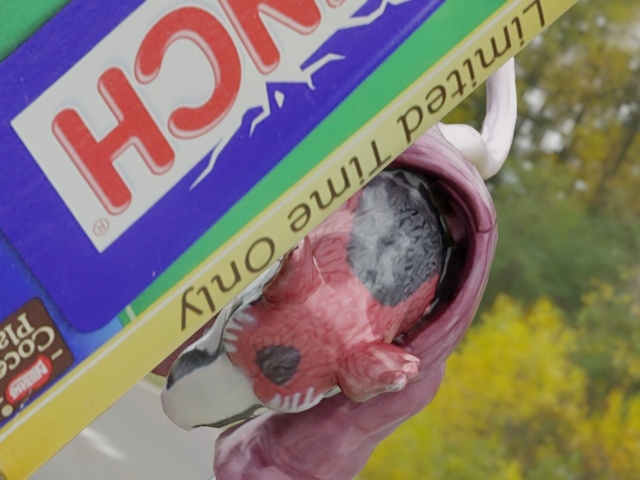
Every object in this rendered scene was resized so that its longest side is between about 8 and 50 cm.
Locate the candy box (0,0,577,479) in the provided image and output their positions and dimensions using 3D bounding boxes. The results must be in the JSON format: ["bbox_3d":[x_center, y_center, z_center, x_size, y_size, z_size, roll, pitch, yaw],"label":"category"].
[{"bbox_3d":[-0.070,-0.139,0.484,0.122,0.268,0.317,29,-27,42],"label":"candy box"}]

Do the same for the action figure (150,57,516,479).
[{"bbox_3d":[0.000,0.000,0.742,0.276,0.248,0.370,-9,14,-11],"label":"action figure"}]
